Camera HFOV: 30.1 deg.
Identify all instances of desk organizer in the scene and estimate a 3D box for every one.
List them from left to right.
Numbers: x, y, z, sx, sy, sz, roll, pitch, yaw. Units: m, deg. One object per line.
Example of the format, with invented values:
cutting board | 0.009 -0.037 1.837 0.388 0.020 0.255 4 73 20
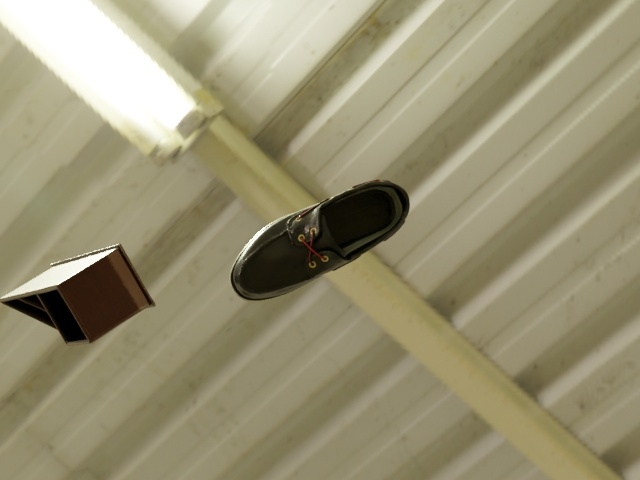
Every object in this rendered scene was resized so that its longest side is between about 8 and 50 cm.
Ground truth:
desk organizer | -0.166 0.041 0.795 0.130 0.050 0.047 -13 -71 58

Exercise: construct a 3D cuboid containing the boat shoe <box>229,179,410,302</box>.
boat shoe | -0.001 -0.002 0.795 0.133 0.042 0.049 -28 -89 -10
